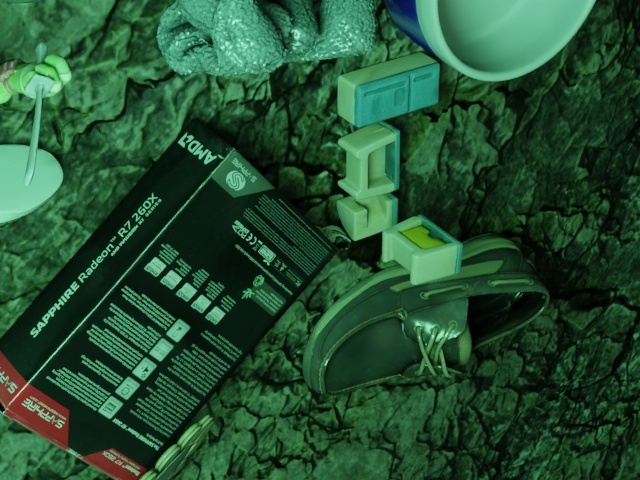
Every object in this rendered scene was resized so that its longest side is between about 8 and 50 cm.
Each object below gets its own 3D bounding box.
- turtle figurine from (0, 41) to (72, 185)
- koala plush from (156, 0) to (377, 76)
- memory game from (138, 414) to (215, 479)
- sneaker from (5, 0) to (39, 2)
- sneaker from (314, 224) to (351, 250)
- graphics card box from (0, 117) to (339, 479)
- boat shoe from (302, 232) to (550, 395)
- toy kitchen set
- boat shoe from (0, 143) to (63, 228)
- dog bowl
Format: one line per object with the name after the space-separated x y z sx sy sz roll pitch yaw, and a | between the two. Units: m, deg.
-0.322 -0.180 1.297 0.274 0.198 0.266 -44 136 -74 | turtle figurine
-0.079 -0.282 1.497 0.196 0.203 0.221 -17 105 -41 | koala plush
-0.188 0.274 1.773 0.186 0.012 0.186 -48 172 -9 | memory game
-0.144 -0.401 1.280 0.257 0.169 0.447 3 108 -65 | sneaker
0.000 0.000 1.808 0.083 0.037 0.032 -8 123 -34 | sneaker
-0.175 0.075 1.674 0.371 0.094 0.233 -49 135 -1 | graphics card box
0.142 0.102 1.919 0.355 0.130 0.132 -28 130 -23 | boat shoe
0.115 -0.084 1.755 0.122 0.166 0.207 -20 128 -28 | toy kitchen set
-0.357 -0.029 1.485 0.219 0.078 0.070 -24 164 -30 | boat shoe
0.200 -0.322 1.719 0.265 0.104 0.265 -20 128 -28 | dog bowl
